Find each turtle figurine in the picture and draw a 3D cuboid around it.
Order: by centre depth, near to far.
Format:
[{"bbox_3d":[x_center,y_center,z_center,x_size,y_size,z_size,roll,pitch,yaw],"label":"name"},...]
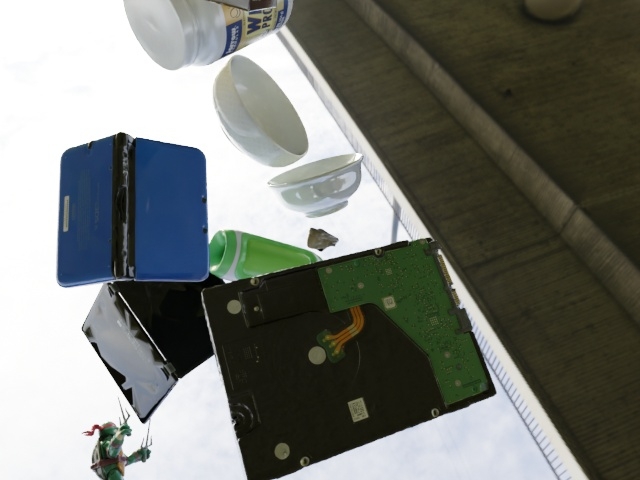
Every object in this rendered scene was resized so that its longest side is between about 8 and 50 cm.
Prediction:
[{"bbox_3d":[-0.415,0.458,1.025,0.118,0.175,0.234,-18,-117,-7],"label":"turtle figurine"}]

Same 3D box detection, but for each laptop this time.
[{"bbox_3d":[-0.481,0.265,1.515,0.382,0.408,0.236,49,-149,16],"label":"laptop"}]

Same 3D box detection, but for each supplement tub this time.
[{"bbox_3d":[-0.236,-0.519,1.067,0.228,0.228,0.316,30,-127,26],"label":"supplement tub"}]

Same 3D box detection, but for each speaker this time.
[{"bbox_3d":[-0.133,0.060,1.249,0.296,0.131,0.131,17,-140,-36],"label":"speaker"}]

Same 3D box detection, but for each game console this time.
[{"bbox_3d":[-0.382,-0.052,1.008,0.250,0.173,0.293,-9,-104,21],"label":"game console"}]

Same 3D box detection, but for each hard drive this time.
[{"bbox_3d":[0.037,0.140,0.644,0.338,0.064,0.237,-14,-105,-18],"label":"hard drive"}]

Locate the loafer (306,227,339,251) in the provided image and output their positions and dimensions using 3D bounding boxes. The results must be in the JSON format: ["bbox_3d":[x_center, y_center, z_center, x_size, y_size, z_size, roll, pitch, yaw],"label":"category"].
[{"bbox_3d":[0.000,0.000,1.228,0.056,0.148,0.050,31,-83,24],"label":"loafer"}]

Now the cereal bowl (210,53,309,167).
[{"bbox_3d":[-0.188,-0.344,1.395,0.141,0.339,0.339,-30,-133,22],"label":"cereal bowl"}]

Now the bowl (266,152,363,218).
[{"bbox_3d":[-0.001,-0.152,1.457,0.297,0.134,0.298,-16,-164,5],"label":"bowl"}]

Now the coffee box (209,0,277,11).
[{"bbox_3d":[-0.113,-0.494,0.747,0.098,0.247,0.141,17,-150,8],"label":"coffee box"}]
